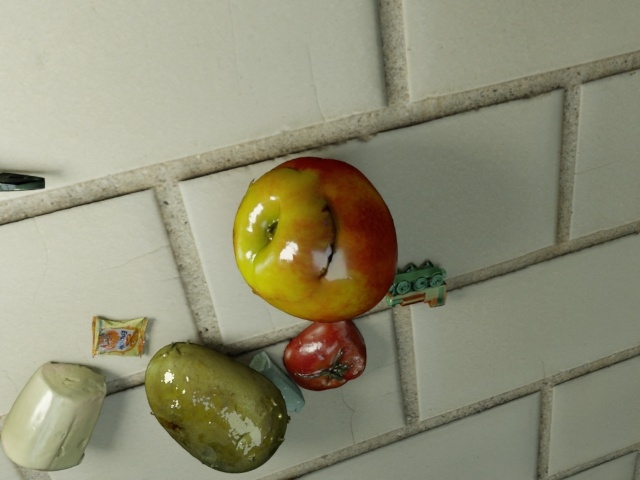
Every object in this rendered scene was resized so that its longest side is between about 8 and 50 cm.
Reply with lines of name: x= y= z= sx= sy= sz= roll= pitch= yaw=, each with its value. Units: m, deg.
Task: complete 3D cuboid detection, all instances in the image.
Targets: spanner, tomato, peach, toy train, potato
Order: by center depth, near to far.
spanner: x=-0.671 y=-0.108 z=1.176 sx=0.324 sy=0.096 sz=0.040 roll=0 pitch=118 yaw=-20
peach: x=0.000 y=0.000 z=1.366 sx=0.370 sy=0.370 sz=0.370 roll=-9 pitch=120 yaw=-16
potato: x=-0.256 y=0.388 z=1.532 sx=0.359 sy=0.219 sz=0.270 roll=37 pitch=122 yaw=-10
toy train: x=0.243 y=0.124 z=1.677 sx=0.175 sy=0.074 sz=0.118 roll=-12 pitch=125 yaw=-17
tomato: x=0.027 y=0.308 z=1.680 sx=0.227 sy=0.101 sz=0.228 roll=-11 pitch=124 yaw=-17

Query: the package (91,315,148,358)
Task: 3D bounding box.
package: x=-0.459 y=0.221 z=1.480 sx=0.120 sy=0.031 sz=0.108 roll=5 pitch=116 yaw=-24

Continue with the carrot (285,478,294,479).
carrot: x=-0.156 y=0.759 z=1.894 sx=0.216 sy=0.048 sz=0.048 roll=-34 pitch=124 yaw=6

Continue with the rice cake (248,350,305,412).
rice cake: x=-0.112 y=0.364 z=1.675 sx=0.063 sy=0.069 sz=0.206 roll=-35 pitch=122 yaw=2

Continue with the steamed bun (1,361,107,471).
steamed bun: x=-0.595 y=0.380 z=1.457 sx=0.226 sy=0.170 sz=0.200 roll=-62 pitch=153 yaw=-1
